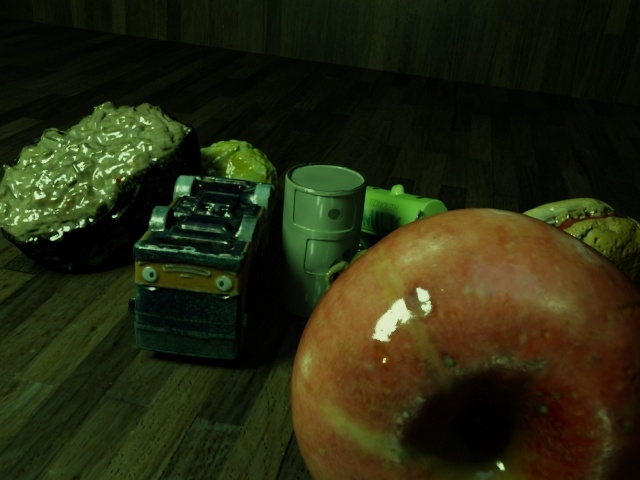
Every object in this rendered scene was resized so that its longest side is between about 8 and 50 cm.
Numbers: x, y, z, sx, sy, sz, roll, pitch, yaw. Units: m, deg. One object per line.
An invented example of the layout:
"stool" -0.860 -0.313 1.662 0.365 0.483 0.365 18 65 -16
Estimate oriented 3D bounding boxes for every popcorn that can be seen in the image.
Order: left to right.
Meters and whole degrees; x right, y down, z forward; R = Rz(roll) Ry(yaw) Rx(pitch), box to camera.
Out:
"popcorn" -0.169 -0.094 1.341 0.198 0.198 0.212 1 33 -11

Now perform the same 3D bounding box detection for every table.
"table" 0.000 0.000 1.130 0.126 0.220 0.126 5 25 -2

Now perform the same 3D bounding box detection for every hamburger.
"hamburger" 0.399 0.046 1.121 0.244 0.244 0.163 -5 24 -21

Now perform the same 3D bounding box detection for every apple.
"apple" 0.153 0.143 0.723 0.364 0.364 0.364 5 25 -2

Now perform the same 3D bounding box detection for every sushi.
"sushi" -0.367 -0.101 1.200 0.350 0.171 0.211 -30 55 -14

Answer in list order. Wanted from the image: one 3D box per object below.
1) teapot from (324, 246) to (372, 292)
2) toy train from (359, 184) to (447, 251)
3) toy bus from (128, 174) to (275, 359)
"teapot" 0.096 0.077 1.051 0.182 0.173 0.269 22 -4 11
"toy train" 0.133 -0.019 1.237 0.105 0.157 0.253 -7 14 -28
"toy bus" -0.165 0.027 1.073 0.162 0.194 0.323 7 22 1
